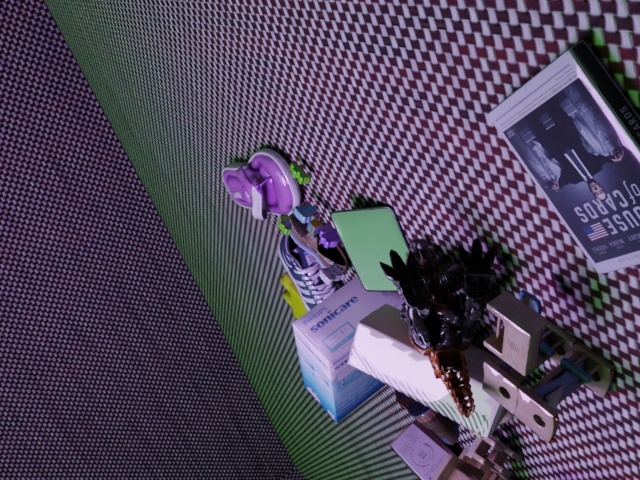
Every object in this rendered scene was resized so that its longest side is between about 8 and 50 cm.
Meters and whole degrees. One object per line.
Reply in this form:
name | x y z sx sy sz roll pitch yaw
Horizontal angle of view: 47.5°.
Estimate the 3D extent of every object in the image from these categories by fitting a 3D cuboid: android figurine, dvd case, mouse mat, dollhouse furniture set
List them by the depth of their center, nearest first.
dvd case | 0.299 -0.080 0.798 0.238 0.030 0.179 56 161 2
dollhouse furniture set | 0.315 0.152 0.990 0.129 0.129 0.183 39 149 40
mouse mat | 0.107 0.020 1.367 0.153 0.007 0.189 -3 122 42
dollhouse furniture set | 0.287 0.481 1.471 0.242 0.212 0.161 37 176 -41
android figurine | -0.011 0.206 1.960 0.273 0.056 0.248 45 158 29

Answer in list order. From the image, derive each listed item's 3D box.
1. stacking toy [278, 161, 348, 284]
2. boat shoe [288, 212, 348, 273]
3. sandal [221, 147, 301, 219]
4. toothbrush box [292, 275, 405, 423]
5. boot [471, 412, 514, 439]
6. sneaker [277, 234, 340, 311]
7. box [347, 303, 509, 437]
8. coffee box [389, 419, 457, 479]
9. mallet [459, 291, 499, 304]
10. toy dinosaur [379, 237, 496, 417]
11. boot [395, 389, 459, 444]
stacking toy | -0.005 -0.036 1.503 0.221 0.052 0.167 48 140 29
boat shoe | 0.000 0.000 1.603 0.183 0.066 0.066 45 152 8
sandal | -0.159 -0.113 1.726 0.169 0.102 0.416 60 160 -11
toothbrush box | 0.071 0.227 1.557 0.126 0.216 0.295 43 156 31
boot | 0.255 0.289 1.394 0.203 0.095 0.262 52 151 12
sneaker | -0.006 0.087 1.690 0.282 0.099 0.153 55 163 12
box | 0.194 0.217 1.249 0.275 0.113 0.094 25 115 26
coffee box | 0.288 0.547 1.692 0.246 0.098 0.141 43 170 32
mallet | 0.244 0.110 1.232 0.062 0.039 0.190 62 156 -12
toy dinosaur | 0.196 0.114 1.133 0.322 0.164 0.218 53 160 38
boot | 0.229 0.362 1.568 0.106 0.082 0.219 49 -176 -12
